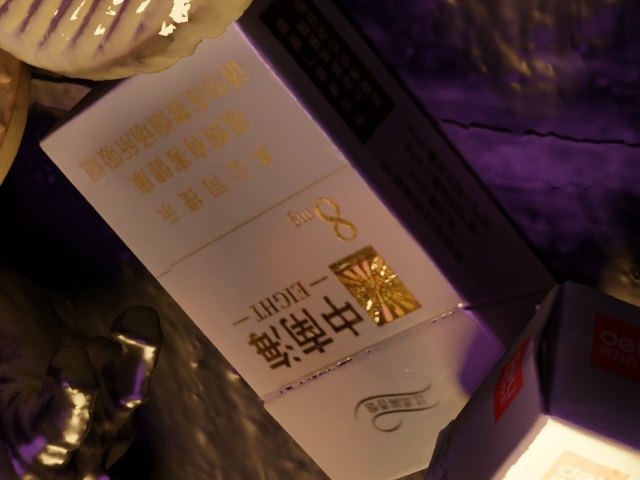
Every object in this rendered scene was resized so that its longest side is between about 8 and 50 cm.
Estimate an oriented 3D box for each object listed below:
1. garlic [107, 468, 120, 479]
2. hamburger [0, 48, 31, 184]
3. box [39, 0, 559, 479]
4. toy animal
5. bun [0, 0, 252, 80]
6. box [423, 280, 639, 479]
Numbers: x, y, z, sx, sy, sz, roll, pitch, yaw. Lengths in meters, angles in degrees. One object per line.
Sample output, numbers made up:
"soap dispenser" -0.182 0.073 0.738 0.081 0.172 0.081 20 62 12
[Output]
"garlic" -0.213 0.208 1.088 0.244 0.160 0.245 0 103 0
"hamburger" -0.246 -0.079 0.849 0.236 0.147 0.237 -2 84 23
"box" 0.000 0.000 0.844 0.243 0.067 0.155 49 136 -12
"toy animal" -0.236 0.027 0.993 0.343 0.106 0.168 27 121 26
"bun" -0.096 -0.175 0.718 0.220 0.134 0.220 23 134 25
"box" 0.186 0.125 0.766 0.269 0.079 0.135 22 136 -8
